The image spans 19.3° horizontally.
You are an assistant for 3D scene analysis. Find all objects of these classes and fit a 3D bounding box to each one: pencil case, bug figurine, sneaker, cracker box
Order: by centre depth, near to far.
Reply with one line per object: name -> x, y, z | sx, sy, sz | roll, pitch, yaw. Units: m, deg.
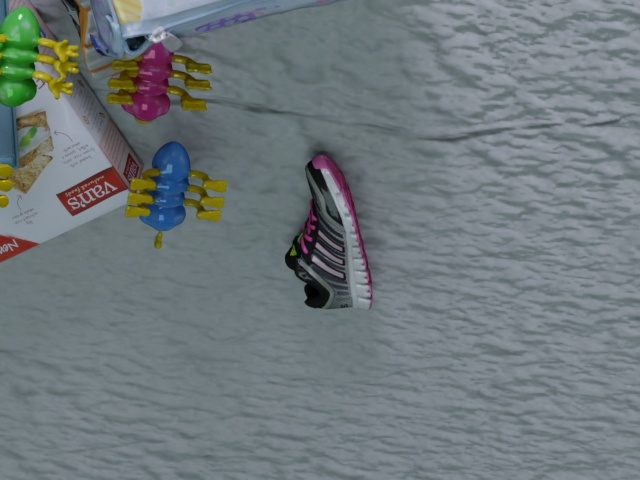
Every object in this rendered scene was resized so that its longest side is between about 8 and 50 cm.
pencil case -> -0.058, -0.227, 1.520 | 0.273, 0.124, 0.113 | -17, 127, -14
bug figurine -> -0.211, -0.093, 1.610 | 0.279, 0.072, 0.216 | 5, 122, -21
sneaker -> -0.188, -0.219, 1.614 | 0.084, 0.083, 0.215 | -27, 138, -7
cracker box -> -0.286, -0.108, 1.692 | 0.156, 0.067, 0.232 | -24, 118, 17
sneaker -> 0.000, 0.000, 1.745 | 0.075, 0.063, 0.170 | -12, 126, 3

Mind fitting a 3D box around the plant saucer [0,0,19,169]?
plant saucer -> -0.296, -0.149, 1.617 | 0.067, 0.018, 0.192 | 2, 122, 1
